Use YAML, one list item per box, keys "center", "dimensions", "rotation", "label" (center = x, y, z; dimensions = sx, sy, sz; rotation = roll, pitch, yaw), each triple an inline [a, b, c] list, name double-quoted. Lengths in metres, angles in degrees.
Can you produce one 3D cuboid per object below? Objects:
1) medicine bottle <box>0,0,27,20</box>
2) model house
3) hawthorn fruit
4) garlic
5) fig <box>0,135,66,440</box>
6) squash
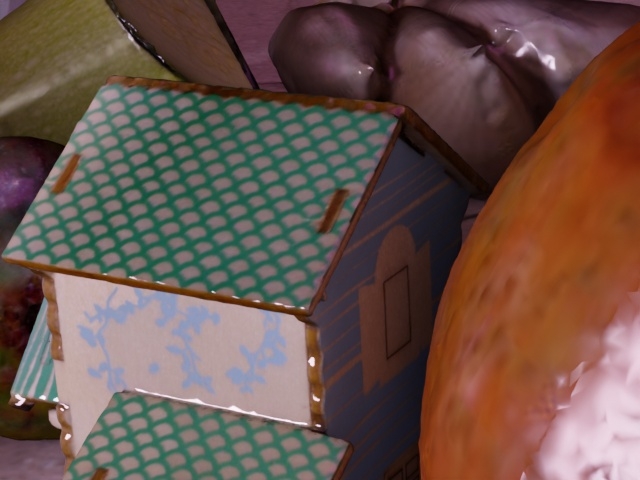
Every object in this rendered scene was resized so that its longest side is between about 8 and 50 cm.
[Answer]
- center: [-0.293, -0.236, 1.320]
  dimensions: [0.324, 0.256, 0.256]
  rotation: [-9, 21, -30]
  label: "medicine bottle"
- center: [-0.031, 0.040, 0.640]
  dimensions: [0.178, 0.207, 0.271]
  rotation: [12, 26, 32]
  label: "model house"
- center: [0.171, 0.025, 0.523]
  dimensions: [0.276, 0.298, 0.277]
  rotation: [5, 26, -3]
  label: "hawthorn fruit"
- center: [0.107, -0.110, 1.122]
  dimensions: [0.279, 0.132, 0.325]
  rotation: [-7, 19, -11]
  label: "garlic"
- center: [-0.153, 0.015, 0.844]
  dimensions: [0.149, 0.149, 0.245]
  rotation: [-8, 9, -14]
  label: "fig"
- center: [-0.181, -0.069, 0.936]
  dimensions: [0.287, 0.137, 0.137]
  rotation: [-23, 22, 0]
  label: "squash"
